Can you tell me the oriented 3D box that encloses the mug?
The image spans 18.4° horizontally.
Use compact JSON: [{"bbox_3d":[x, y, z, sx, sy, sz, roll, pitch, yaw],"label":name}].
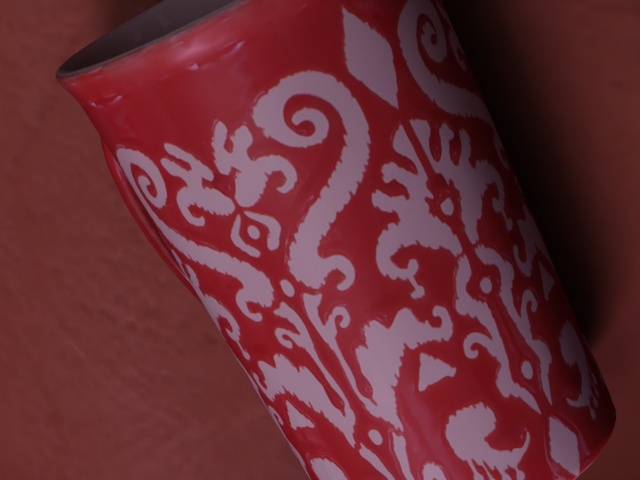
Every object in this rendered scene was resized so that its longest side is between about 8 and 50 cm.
[{"bbox_3d":[0.009,-0.004,0.602,0.113,0.150,0.169,-29,102,-5],"label":"mug"}]
